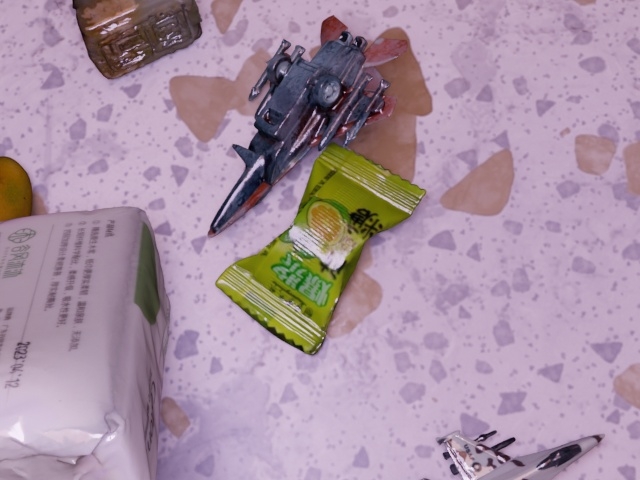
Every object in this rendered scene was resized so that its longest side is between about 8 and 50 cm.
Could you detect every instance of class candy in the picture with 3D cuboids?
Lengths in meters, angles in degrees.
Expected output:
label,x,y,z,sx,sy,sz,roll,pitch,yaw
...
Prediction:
label,x,y,z,sx,sy,sz,roll,pitch,yaw
candy,0.000,0.000,1.025,0.149,0.069,0.246,35,78,7

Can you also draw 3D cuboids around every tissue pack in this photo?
label,x,y,z,sx,sy,sz,roll,pitch,yaw
tissue pack,-0.294,0.137,0.847,0.266,0.193,0.356,-8,33,-1

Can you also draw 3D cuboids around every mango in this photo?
label,x,y,z,sx,sy,sz,roll,pitch,yaw
mango,-0.407,-0.027,1.028,0.111,0.089,0.163,34,69,11

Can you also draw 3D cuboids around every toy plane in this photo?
label,x,y,z,sx,sy,sz,roll,pitch,yaw
toy plane,-0.040,-0.139,1.036,0.223,0.104,0.326,31,74,39
toy plane,0.210,0.272,0.948,0.234,0.082,0.160,-19,64,-20

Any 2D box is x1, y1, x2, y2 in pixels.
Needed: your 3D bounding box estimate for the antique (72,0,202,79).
label,x,y,z,sx,sy,sz,roll,pitch,yaw
antique,-0.276,-0.370,1.104,0.150,0.125,0.284,-25,76,-7
